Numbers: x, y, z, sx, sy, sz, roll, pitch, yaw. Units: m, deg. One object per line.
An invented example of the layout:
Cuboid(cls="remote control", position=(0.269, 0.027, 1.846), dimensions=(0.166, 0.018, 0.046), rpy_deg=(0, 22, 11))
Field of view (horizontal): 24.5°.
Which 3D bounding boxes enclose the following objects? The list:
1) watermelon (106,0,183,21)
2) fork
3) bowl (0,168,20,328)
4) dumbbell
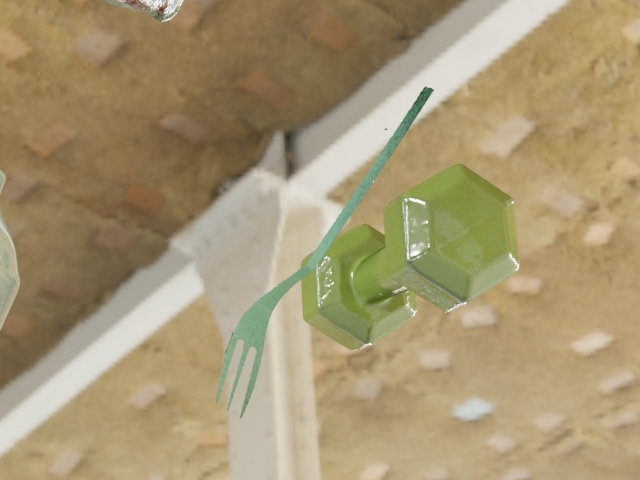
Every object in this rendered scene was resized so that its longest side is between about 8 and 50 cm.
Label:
Cuboid(cls="watermelon", position=(-0.206, -0.259, 1.344), dimensions=(0.187, 0.139, 0.071), rpy_deg=(36, -84, -16))
Cuboid(cls="fork", position=(-0.001, -0.001, 0.901), dimensions=(0.021, 0.039, 0.235), rpy_deg=(36, -97, -42))
Cuboid(cls="bowl", position=(-0.209, -0.017, 0.612), dimensions=(0.112, 0.211, 0.211), rpy_deg=(-55, -47, -5))
Cuboid(cls="dumbbell", position=(0.074, 0.023, 1.348), dimensions=(0.121, 0.108, 0.302), rpy_deg=(-29, -1, -24))
